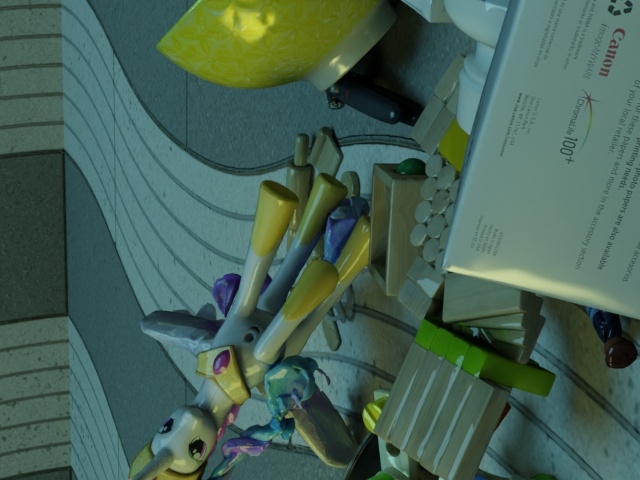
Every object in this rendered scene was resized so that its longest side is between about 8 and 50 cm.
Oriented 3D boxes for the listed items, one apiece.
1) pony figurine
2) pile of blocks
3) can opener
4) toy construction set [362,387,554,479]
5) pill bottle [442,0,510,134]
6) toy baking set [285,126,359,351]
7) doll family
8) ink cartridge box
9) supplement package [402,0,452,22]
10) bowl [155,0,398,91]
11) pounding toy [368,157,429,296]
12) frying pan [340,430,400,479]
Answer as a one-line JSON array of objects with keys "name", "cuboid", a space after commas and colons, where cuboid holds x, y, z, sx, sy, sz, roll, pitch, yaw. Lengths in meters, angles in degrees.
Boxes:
[{"name": "pony figurine", "cuboid": [-0.063, 0.108, 1.462, 0.363, 0.303, 0.351, -60, -12, 13]}, {"name": "pile of blocks", "cuboid": [0.149, 0.026, 1.120, 0.149, 0.113, 0.362, -9, 69, 49]}, {"name": "can opener", "cuboid": [0.047, -0.156, 1.434, 0.186, 0.059, 0.073, -132, 43, -58]}, {"name": "toy construction set", "cuboid": [0.115, 0.300, 1.229, 0.215, 0.151, 0.327, 34, 138, 33]}, {"name": "pill bottle", "cuboid": [0.177, -0.224, 0.926, 0.176, 0.176, 0.318, -131, 42, -57]}, {"name": "toy baking set", "cuboid": [-0.002, -0.004, 1.631, 0.196, 0.030, 0.256, -126, 37, -53]}, {"name": "doll family", "cuboid": [0.204, 0.015, 1.015, 0.193, 0.076, 0.111, 46, -165, -42]}, {"name": "ink cartridge box", "cuboid": [0.241, -0.100, 0.790, 0.130, 0.272, 0.309, -72, -4, -52]}, {"name": "supplement package", "cuboid": [0.110, -0.314, 1.123, 0.262, 0.145, 0.204, -131, 41, -56]}, {"name": "bowl", "cuboid": [-0.015, -0.245, 1.389, 0.156, 0.289, 0.289, 45, 160, -9]}, {"name": "pounding toy", "cuboid": [0.107, -0.024, 1.286, 0.130, 0.100, 0.141, -123, 35, -76]}, {"name": "frying pan", "cuboid": [0.043, 0.334, 1.380, 0.053, 0.197, 0.326, 16, 97, 25]}]
